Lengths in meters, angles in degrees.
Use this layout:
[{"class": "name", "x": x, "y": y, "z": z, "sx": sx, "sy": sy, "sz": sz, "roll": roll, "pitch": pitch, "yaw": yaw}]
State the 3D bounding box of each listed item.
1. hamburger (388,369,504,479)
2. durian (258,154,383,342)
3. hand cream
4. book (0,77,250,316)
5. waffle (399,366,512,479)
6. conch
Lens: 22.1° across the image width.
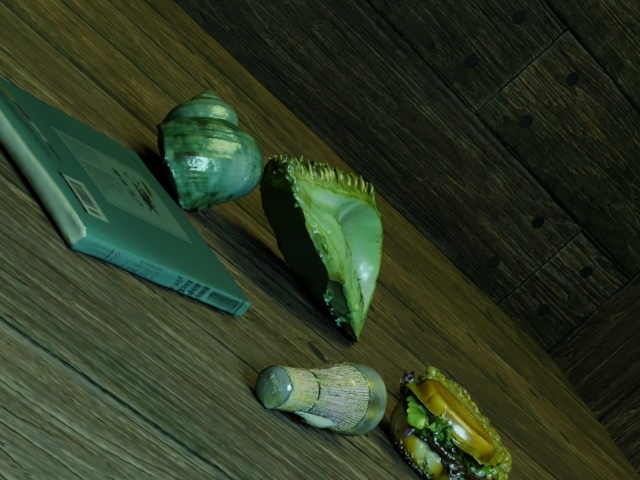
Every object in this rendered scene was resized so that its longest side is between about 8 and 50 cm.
[{"class": "hamburger", "x": 0.149, "y": 0.248, "z": 2.071, "sx": 0.164, "sy": 0.093, "sz": 0.189, "roll": 50, "pitch": 7, "yaw": 27}, {"class": "durian", "x": -0.011, "y": -0.001, "z": 2.240, "sx": 0.394, "sy": 0.163, "sz": 0.198, "roll": 70, "pitch": 25, "yaw": -60}, {"class": "hand cream", "x": -0.004, "y": 0.163, "z": 1.766, "sx": 0.084, "sy": 0.084, "sz": 0.203, "roll": 52, "pitch": 14, "yaw": 25}, {"class": "book", "x": -0.227, "y": -0.051, "z": 1.764, "sx": 0.264, "sy": 0.031, "sz": 0.379, "roll": 52, "pitch": 9, "yaw": 25}, {"class": "waffle", "x": 0.196, "y": 0.266, "z": 2.304, "sx": 0.193, "sy": 0.070, "sz": 0.197, "roll": 43, "pitch": 9, "yaw": -32}, {"class": "conch", "x": -0.151, "y": -0.117, "z": 2.144, "sx": 0.176, "sy": 0.122, "sz": 0.188, "roll": 35, "pitch": 13, "yaw": -36}]
